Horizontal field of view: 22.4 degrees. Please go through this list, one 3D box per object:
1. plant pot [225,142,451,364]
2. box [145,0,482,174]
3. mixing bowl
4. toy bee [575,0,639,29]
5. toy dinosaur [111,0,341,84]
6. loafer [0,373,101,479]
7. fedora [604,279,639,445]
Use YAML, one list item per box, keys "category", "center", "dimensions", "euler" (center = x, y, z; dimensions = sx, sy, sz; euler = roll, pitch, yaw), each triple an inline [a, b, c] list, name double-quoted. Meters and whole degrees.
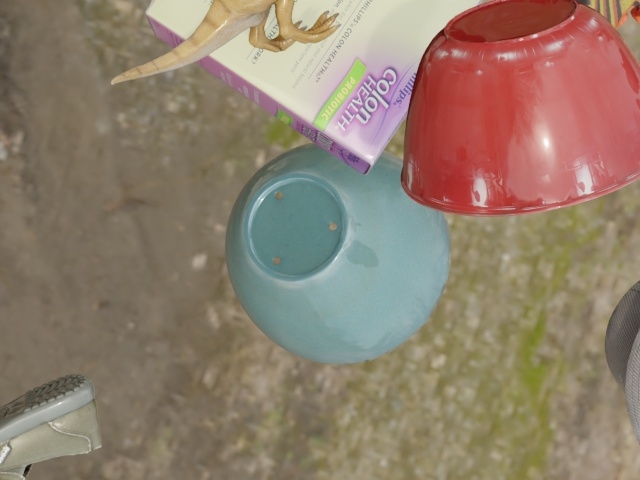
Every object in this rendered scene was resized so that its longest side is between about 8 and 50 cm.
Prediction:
- category: "plant pot"
  center: [0.000, 0.000, 2.009]
  dimensions: [0.290, 0.290, 0.195]
  euler: [-70, 160, -4]
- category: "box"
  center: [0.003, -0.216, 1.467]
  dimensions: [0.213, 0.243, 0.117]
  euler: [-57, 179, -3]
- category: "mixing bowl"
  center: [0.130, -0.098, 1.041]
  dimensions: [0.181, 0.181, 0.098]
  euler: [-41, 126, -44]
- category: "toy bee"
  center: [0.278, -0.254, 1.506]
  dimensions: [0.298, 0.195, 0.162]
  euler: [-43, 127, -31]
- category: "toy dinosaur"
  center: [-0.053, -0.172, 1.167]
  dimensions: [0.112, 0.064, 0.211]
  euler: [38, 91, -33]
- category: "loafer"
  center: [-0.336, 0.224, 1.664]
  dimensions: [0.094, 0.251, 0.087]
  euler: [-88, 155, -74]
- category: "fedora"
  center: [0.400, 0.131, 1.732]
  dimensions: [0.244, 0.124, 0.275]
  euler: [-49, 124, -9]
